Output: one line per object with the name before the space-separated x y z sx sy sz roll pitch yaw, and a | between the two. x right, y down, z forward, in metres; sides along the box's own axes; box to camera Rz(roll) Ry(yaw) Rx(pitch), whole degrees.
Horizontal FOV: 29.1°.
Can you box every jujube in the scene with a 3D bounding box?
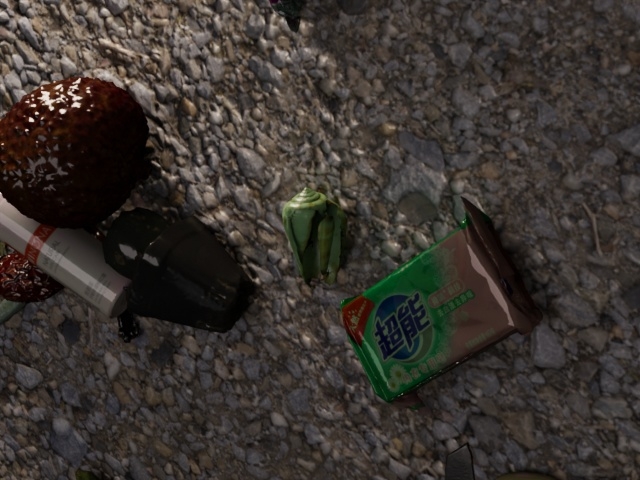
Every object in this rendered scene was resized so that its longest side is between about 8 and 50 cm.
jujube | -0.531 0.071 2.259 0.166 0.104 0.104 3 105 36

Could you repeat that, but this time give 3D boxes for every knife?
knife | 0.203 0.404 1.822 0.060 0.028 0.230 10 106 24

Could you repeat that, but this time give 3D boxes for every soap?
soap | 0.163 0.094 1.714 0.273 0.098 0.218 -35 74 37

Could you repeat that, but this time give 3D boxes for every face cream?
face cream | -0.462 -0.003 2.091 0.345 0.102 0.102 33 122 9

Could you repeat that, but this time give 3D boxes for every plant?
plant | -0.234 0.050 1.981 0.256 0.164 0.142 34 122 13

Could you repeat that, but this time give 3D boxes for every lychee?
lychee | -0.400 -0.142 1.987 0.260 0.260 0.261 12 110 36

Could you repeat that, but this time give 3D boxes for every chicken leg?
chicken leg | -0.383 0.061 2.170 0.106 0.051 0.253 -39 78 45

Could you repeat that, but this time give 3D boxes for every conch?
conch | 0.000 0.000 1.837 0.105 0.079 0.170 17 128 41

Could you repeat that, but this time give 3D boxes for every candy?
candy | -0.061 -0.386 1.788 0.043 0.045 0.175 -7 98 55

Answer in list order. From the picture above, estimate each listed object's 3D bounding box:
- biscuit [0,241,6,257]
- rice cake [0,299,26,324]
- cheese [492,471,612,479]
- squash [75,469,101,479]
biscuit | -0.653 -0.039 2.363 0.121 0.040 0.199 10 107 39
rice cake | -0.615 0.137 2.390 0.171 0.029 0.033 -34 76 40
cheese | 0.323 0.356 1.699 0.192 0.037 0.097 -23 89 40
squash | -0.384 0.549 2.263 0.137 0.137 0.287 -32 80 40
